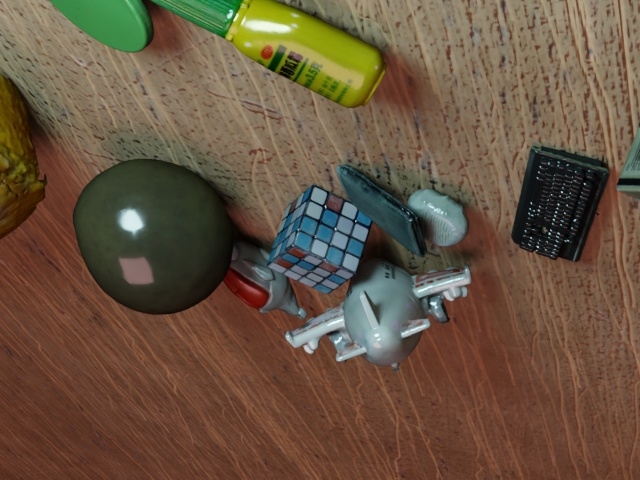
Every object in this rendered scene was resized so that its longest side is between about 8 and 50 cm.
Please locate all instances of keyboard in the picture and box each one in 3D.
[{"bbox_3d":[0.271,-0.037,1.666,0.094,0.025,0.230,16,155,9],"label":"keyboard"}]

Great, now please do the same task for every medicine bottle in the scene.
[{"bbox_3d":[-0.060,-0.215,1.475,0.261,0.064,0.095,26,162,-7],"label":"medicine bottle"}]

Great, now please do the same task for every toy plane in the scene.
[{"bbox_3d":[0.078,0.089,1.861,0.252,0.252,0.118,-11,106,46],"label":"toy plane"}]

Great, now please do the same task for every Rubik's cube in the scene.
[{"bbox_3d":[0.000,0.000,1.838,0.092,0.092,0.092,25,155,-15],"label":"Rubik's cube"}]

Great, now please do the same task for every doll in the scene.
[{"bbox_3d":[-0.104,0.041,2.011,0.227,0.075,0.102,38,164,-17],"label":"doll"}]

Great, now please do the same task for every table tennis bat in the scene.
[{"bbox_3d":[-0.254,-0.281,1.483,0.160,0.039,0.257,22,158,30],"label":"table tennis bat"}]

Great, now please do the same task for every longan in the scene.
[{"bbox_3d":[-0.210,-0.004,1.855,0.197,0.196,0.220,4,142,27],"label":"longan"}]

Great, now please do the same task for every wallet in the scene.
[{"bbox_3d":[0.077,-0.038,1.738,0.129,0.026,0.088,38,164,31],"label":"wallet"}]

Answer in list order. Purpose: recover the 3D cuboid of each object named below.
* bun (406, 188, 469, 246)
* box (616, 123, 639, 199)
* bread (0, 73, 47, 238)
[{"bbox_3d":[0.141,-0.029,1.732,0.083,0.045,0.083,30,153,17],"label":"bun"},{"bbox_3d":[0.416,-0.047,1.341,0.198,0.084,0.310,22,180,-8],"label":"box"},{"bbox_3d":[-0.527,-0.094,1.785,0.358,0.204,0.337,-10,155,8],"label":"bread"}]
